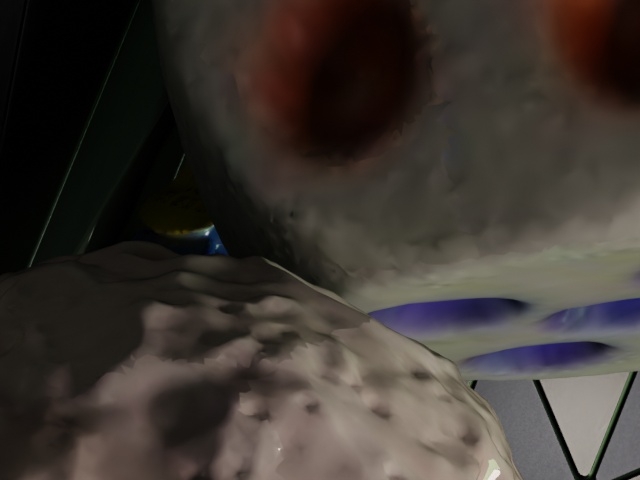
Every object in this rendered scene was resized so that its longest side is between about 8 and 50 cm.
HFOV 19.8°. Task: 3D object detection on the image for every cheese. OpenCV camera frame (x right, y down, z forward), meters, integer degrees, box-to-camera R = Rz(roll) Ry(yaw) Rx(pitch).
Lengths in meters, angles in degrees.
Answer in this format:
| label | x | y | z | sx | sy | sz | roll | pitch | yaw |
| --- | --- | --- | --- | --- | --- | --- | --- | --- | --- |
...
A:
| label | x | y | z | sx | sy | sz | roll | pitch | yaw |
| --- | --- | --- | --- | --- | --- | --- | --- | --- | --- |
| cheese | -0.038 | -0.061 | 1.045 | 0.156 | 0.064 | 0.250 | 16 | -116 | 50 |

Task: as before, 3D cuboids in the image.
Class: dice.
| label | x | y | z | sx | sy | sz | roll | pitch | yaw |
| --- | --- | --- | --- | --- | --- | --- | --- | --- | --- |
| dice | 0.098 | -0.093 | 0.688 | 0.243 | 0.251 | 0.259 | 22 | 62 | -63 |

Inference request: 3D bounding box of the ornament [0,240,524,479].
| label | x | y | z | sx | sy | sz | roll | pitch | yaw |
| --- | --- | --- | --- | --- | --- | --- | --- | --- | --- |
| ornament | -0.044 | 0.118 | 0.572 | 0.225 | 0.259 | 0.259 | -61 | 178 | 1 |
